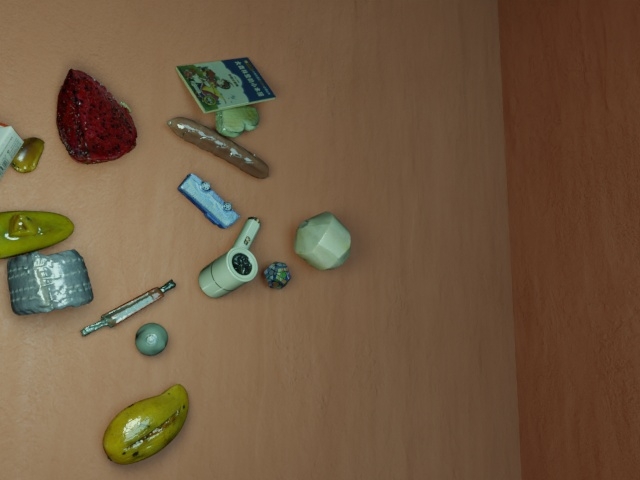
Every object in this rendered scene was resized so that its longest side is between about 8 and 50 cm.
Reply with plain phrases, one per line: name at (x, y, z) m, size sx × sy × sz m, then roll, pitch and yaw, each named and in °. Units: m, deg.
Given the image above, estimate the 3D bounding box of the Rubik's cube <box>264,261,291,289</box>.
Rubik's cube at (-0.165, 0.136, 1.889) m, size 0.093 × 0.111 × 0.111 m, roll 32°, pitch 62°, yaw -58°

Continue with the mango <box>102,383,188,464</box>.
mango at (-0.534, 0.579, 1.539) m, size 0.295 × 0.120 × 0.177 m, roll -29°, pitch 101°, yaw -35°

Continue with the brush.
brush at (-0.611, 0.220, 1.576) m, size 0.323 × 0.070 × 0.051 m, roll -30°, pitch 99°, yaw -32°

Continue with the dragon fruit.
dragon fruit at (-0.712, -0.351, 1.557) m, size 0.205 × 0.152 × 0.316 m, roll 3°, pitch 66°, yaw -53°

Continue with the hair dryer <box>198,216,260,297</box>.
hair dryer at (-0.293, 0.032, 1.779) m, size 0.128 × 0.203 × 0.362 m, roll 40°, pitch 45°, yaw -21°

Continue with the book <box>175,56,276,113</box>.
book at (-0.355, -0.601, 1.864) m, size 0.323 × 0.018 × 0.228 m, roll -25°, pitch 75°, yaw -35°

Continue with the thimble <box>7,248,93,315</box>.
thimble at (-0.764, 0.115, 1.376) m, size 0.205 × 0.236 × 0.172 m, roll -12°, pitch 92°, yaw -27°

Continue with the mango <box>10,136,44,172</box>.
mango at (-0.878, -0.259, 1.461) m, size 0.077 × 0.063 × 0.127 m, roll 59°, pitch 43°, yaw -52°

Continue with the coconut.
coconut at (0.002, -0.003, 1.961) m, size 0.241 × 0.241 × 0.241 m, roll 6°, pitch 79°, yaw -35°

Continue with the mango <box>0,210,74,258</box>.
mango at (-0.851, -0.023, 1.392) m, size 0.262 × 0.167 × 0.129 m, roll -16°, pitch 106°, yaw -39°

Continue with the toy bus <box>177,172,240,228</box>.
toy bus at (-0.407, -0.140, 1.776) m, size 0.236 × 0.079 × 0.094 m, roll 45°, pitch 76°, yaw -21°

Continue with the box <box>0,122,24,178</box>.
box at (-0.944, -0.243, 1.362) m, size 0.133 × 0.099 × 0.182 m, roll 15°, pitch 68°, yaw 1°

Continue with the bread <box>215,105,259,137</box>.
bread at (-0.337, -0.467, 1.858) m, size 0.172 × 0.064 × 0.232 m, roll 44°, pitch 39°, yaw -3°

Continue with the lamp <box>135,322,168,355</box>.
lamp at (-0.547, 0.320, 1.582) m, size 0.105 × 0.105 × 0.105 m, roll 6°, pitch 79°, yaw -35°

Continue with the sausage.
sausage at (-0.370, -0.347, 1.827) m, size 0.433 × 0.088 × 0.087 m, roll 26°, pitch 68°, yaw -30°
